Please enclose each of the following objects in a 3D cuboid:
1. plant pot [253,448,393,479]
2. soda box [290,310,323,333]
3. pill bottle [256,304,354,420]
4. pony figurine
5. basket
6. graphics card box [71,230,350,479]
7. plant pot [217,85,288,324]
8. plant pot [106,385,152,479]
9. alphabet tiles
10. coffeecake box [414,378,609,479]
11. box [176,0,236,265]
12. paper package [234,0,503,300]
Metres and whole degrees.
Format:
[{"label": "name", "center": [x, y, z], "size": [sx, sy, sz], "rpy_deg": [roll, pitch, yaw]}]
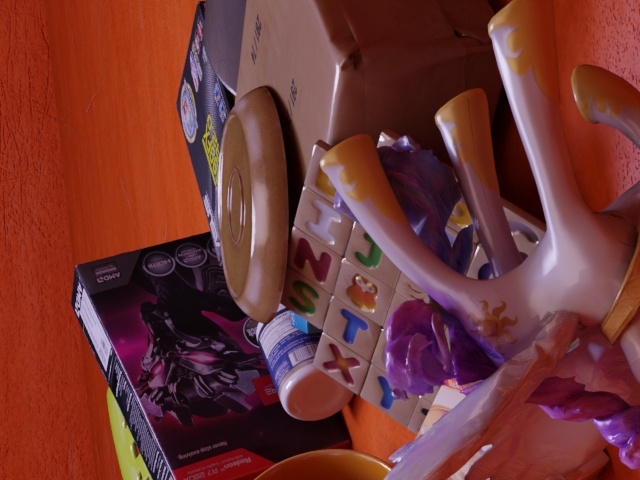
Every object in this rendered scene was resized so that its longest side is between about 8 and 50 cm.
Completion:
[{"label": "plant pot", "center": [0.016, 0.371, 1.874], "size": [0.205, 0.205, 0.188], "rpy_deg": [-121, 14, -52]}, {"label": "soda box", "center": [0.000, 0.000, 1.962], "size": [0.067, 0.071, 0.210], "rpy_deg": [-166, 71, -71]}, {"label": "pill bottle", "center": [-0.025, 0.131, 2.046], "size": [0.169, 0.094, 0.094], "rpy_deg": [-114, 25, -45]}, {"label": "pony figurine", "center": [0.150, 0.059, 1.200], "size": [0.351, 0.303, 0.363], "rpy_deg": [-38, 72, 32]}, {"label": "basket", "center": [-0.051, -0.277, 1.816], "size": [0.204, 0.154, 0.227], "rpy_deg": [58, 164, 26]}, {"label": "graphics card box", "center": [-0.145, 0.165, 2.120], "size": [0.371, 0.233, 0.094], "rpy_deg": [60, 153, 32]}, {"label": "plant pot", "center": [-0.071, -0.034, 1.656], "size": [0.236, 0.032, 0.236], "rpy_deg": [179, 90, -76]}, {"label": "plant pot", "center": [-0.148, 0.232, 2.268], "size": [0.207, 0.227, 0.228], "rpy_deg": [114, 146, -48]}, {"label": "alphabet tiles", "center": [0.092, 0.058, 1.507], "size": [0.285, 0.011, 0.342], "rpy_deg": [33, 141, 15]}, {"label": "coffeecake box", "center": [0.158, 0.197, 1.476], "size": [0.142, 0.068, 0.185], "rpy_deg": [51, 149, 23]}, {"label": "box", "center": [-0.116, -0.138, 2.136], "size": [0.216, 0.060, 0.270], "rpy_deg": [111, 147, -55]}, {"label": "paper package", "center": [0.038, -0.153, 1.626], "size": [0.325, 0.168, 0.309], "rpy_deg": [98, 159, -45]}]
